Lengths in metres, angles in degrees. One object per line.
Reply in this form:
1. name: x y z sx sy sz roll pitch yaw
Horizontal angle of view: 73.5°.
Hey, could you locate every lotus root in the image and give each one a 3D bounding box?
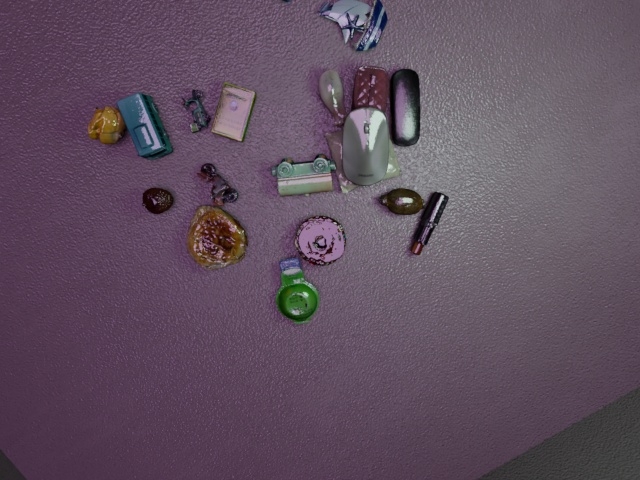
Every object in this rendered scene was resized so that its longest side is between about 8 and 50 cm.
1. lotus root: 0.362 -0.172 1.898 0.209 0.120 0.120 5 99 -4

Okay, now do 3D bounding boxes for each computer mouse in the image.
1. computer mouse: 0.186 -0.377 1.759 0.197 0.095 0.331 -5 120 -2

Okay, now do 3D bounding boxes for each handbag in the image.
1. handbag: 0.205 -0.607 1.793 0.146 0.135 0.225 6 86 -3

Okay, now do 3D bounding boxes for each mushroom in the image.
1. mushroom: 0.060 -0.605 1.831 0.116 0.093 0.225 -18 95 -19

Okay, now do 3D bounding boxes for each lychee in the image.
1. lychee: -0.712 -0.173 1.877 0.129 0.123 0.123 3 101 -30

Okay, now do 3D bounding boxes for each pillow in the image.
1. pillow: 0.187 -0.376 1.878 0.280 0.076 0.274 -17 97 1

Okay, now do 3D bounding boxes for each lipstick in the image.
1. lipstick: 0.486 -0.075 1.931 0.081 0.081 0.300 23 98 -5

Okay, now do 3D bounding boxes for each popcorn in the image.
1. popcorn: -0.903 -0.484 1.809 0.152 0.148 0.167 42 86 15

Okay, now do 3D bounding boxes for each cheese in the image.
1. cheese: -0.113 0.235 1.969 0.203 0.083 0.321 -10 102 3

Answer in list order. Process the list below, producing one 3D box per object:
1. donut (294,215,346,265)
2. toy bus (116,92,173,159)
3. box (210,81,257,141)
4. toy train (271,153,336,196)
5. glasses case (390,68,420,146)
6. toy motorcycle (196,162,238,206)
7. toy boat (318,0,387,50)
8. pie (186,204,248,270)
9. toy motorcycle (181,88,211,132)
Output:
1. donut: 0.000 0.000 1.930 0.235 0.089 0.235 0 99 -2
2. toy bus: -0.740 -0.478 1.810 0.128 0.147 0.256 -20 98 4
3. box: -0.373 -0.551 1.847 0.141 0.064 0.220 18 97 -3
4. toy train: -0.069 -0.278 1.876 0.285 0.116 0.177 -6 111 2
5. glasses case: 0.365 -0.569 1.846 0.122 0.082 0.321 -3 101 0
6. toy motorcycle: -0.465 -0.236 1.888 0.118 0.084 0.212 -42 90 7
7. toy boat: 0.136 -0.904 1.799 0.291 0.070 0.210 0 95 3
8. pie: -0.475 0.000 1.924 0.308 0.085 0.308 0 100 -1
9. toy motorcycle: -0.536 -0.560 1.845 0.100 0.058 0.173 -13 101 7
